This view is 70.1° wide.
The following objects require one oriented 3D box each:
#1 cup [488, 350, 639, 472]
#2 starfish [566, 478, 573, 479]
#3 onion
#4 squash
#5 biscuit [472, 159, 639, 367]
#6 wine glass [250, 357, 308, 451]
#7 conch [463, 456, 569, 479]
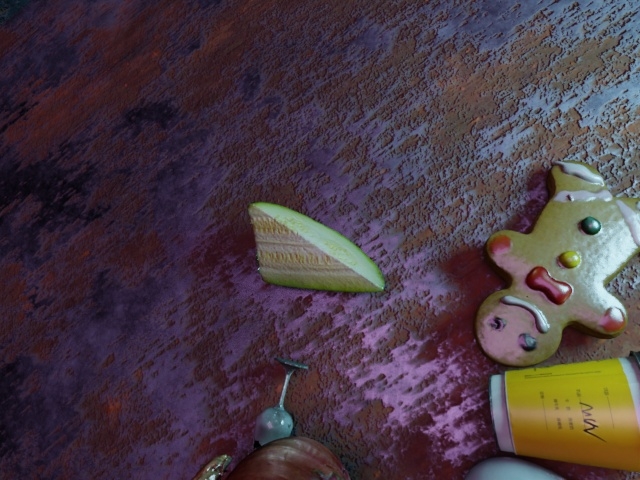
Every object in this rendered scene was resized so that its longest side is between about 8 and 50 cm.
[{"bbox_3d":[0.437,0.289,0.761,0.280,0.196,0.196,-10,72,24],"label":"cup"},{"bbox_3d":[0.471,0.506,0.753,0.238,0.057,0.213,-22,62,10],"label":"starfish"},{"bbox_3d":[-0.059,0.513,0.765,0.354,0.353,0.353,-5,74,17],"label":"onion"},{"bbox_3d":[0.000,0.000,1.009,0.289,0.111,0.203,0,109,21],"label":"squash"},{"bbox_3d":[0.451,0.055,0.853,0.283,0.064,0.432,40,83,22],"label":"biscuit"},{"bbox_3d":[-0.088,0.354,0.964,0.079,0.079,0.195,11,78,20],"label":"wine glass"},{"bbox_3d":[0.346,0.467,0.764,0.221,0.121,0.185,-5,98,27],"label":"conch"}]
